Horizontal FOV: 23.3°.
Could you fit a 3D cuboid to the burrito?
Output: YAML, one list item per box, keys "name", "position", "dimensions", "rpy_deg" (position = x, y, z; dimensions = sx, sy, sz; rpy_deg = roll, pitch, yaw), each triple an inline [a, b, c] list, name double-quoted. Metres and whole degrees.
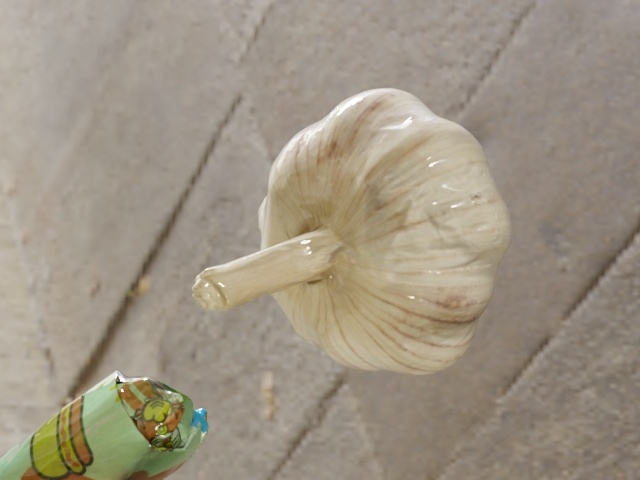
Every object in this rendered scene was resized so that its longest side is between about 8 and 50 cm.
- name: "burrito"
  position: [-0.157, 0.160, 0.806]
  dimensions: [0.288, 0.104, 0.054]
  rpy_deg: [-38, 52, 19]

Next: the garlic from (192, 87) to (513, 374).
- name: "garlic"
  position: [0.000, 0.000, 1.036]
  dimensions: [0.199, 0.226, 0.199]
  rpy_deg: [11, 105, 46]
